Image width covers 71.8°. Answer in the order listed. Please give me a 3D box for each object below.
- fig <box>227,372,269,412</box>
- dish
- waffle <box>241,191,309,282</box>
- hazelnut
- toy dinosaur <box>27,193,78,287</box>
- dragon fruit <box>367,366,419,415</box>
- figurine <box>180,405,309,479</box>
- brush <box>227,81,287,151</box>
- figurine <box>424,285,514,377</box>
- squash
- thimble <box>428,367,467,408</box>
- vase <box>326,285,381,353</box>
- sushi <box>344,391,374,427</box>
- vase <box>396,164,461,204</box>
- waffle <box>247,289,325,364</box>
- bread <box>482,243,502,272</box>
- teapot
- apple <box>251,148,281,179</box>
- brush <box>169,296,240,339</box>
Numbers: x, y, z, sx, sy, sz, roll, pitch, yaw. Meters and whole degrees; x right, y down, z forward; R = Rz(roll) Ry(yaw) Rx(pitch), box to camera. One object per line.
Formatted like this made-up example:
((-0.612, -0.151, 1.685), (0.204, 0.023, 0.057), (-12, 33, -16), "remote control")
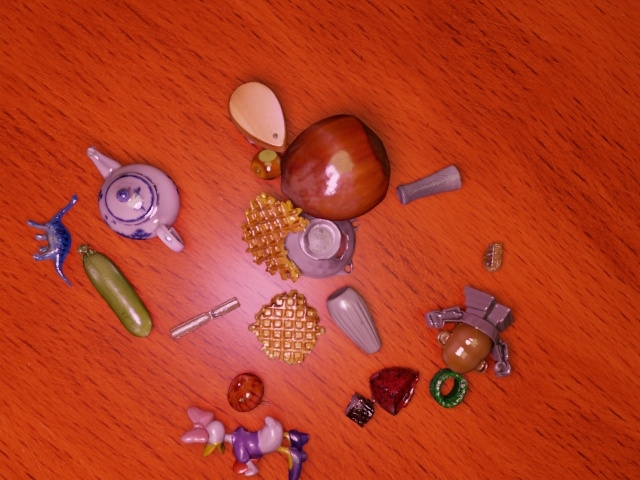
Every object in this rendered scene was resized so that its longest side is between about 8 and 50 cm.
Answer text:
((-0.243, 0.512, 1.502), (0.128, 0.150, 0.128), (-3, 84, 30), "fig")
((0.000, 0.000, 1.549), (0.303, 0.120, 0.303), (0, 86, -4), "dish")
((-0.156, -0.017, 1.489), (0.260, 0.069, 0.293), (28, 124, 21), "waffle")
((0.048, -0.241, 1.466), (0.366, 0.366, 0.365), (0, 86, -5), "hazelnut")
((-0.906, 0.001, 1.497), (0.144, 0.076, 0.329), (-1, 76, -12), "toy dinosaur")
((0.260, 0.513, 1.562), (0.161, 0.120, 0.127), (-29, 45, -30), "dragon fruit")
((-0.237, 0.655, 1.441), (0.421, 0.154, 0.193), (10, 109, -11), "figurine")
((-0.202, -0.402, 1.532), (0.174, 0.166, 0.266), (-33, 85, -6), "brush")
((0.531, 0.332, 1.547), (0.342, 0.167, 0.285), (30, 75, 18), "figurine")
((-0.689, 0.166, 1.489), (0.101, 0.101, 0.378), (-37, 88, -6), "squash")
((0.450, 0.518, 1.563), (0.130, 0.090, 0.118), (-34, 88, -6), "thimble")
((0.124, 0.283, 1.541), (0.128, 0.128, 0.248), (-34, 99, -6), "vase")
((0.135, 0.584, 1.528), (0.084, 0.098, 0.094), (33, 94, 2), "sushi")
((0.389, -0.196, 1.612), (0.219, 0.096, 0.096), (-19, 88, -3), "vase")
((-0.115, 0.310, 1.554), (0.243, 0.059, 0.238), (-45, 94, -4), "waffle")
((0.631, 0.063, 1.628), (0.066, 0.060, 0.110), (5, 88, 9), "bread")
((-0.589, -0.126, 1.427), (0.252, 0.280, 0.424), (-41, 91, -5), "teapot")
((-0.187, -0.261, 1.556), (0.102, 0.099, 0.114), (-31, 65, -23), "apple")
((-0.400, 0.269, 1.541), (0.248, 0.036, 0.043), (-27, 93, -13), "brush")
